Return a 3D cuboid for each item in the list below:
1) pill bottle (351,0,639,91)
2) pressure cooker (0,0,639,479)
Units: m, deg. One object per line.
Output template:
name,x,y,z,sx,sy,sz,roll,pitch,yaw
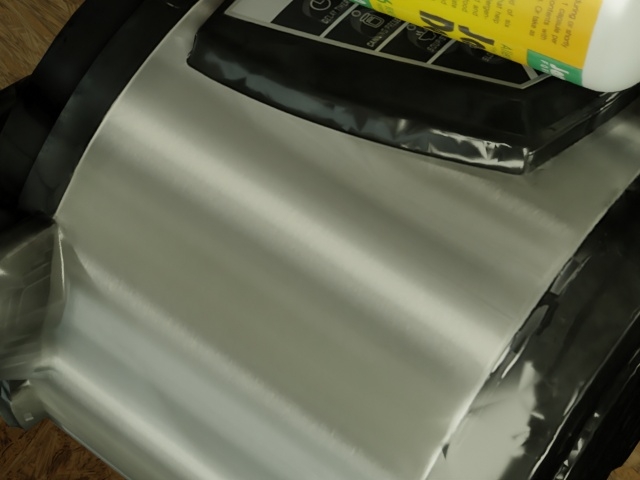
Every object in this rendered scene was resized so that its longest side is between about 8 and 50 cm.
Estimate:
pill bottle,0.106,-0.136,0.623,0.208,0.117,0.117,22,161,13
pressure cooker,-0.003,0.005,0.825,0.420,0.375,0.370,33,173,21
